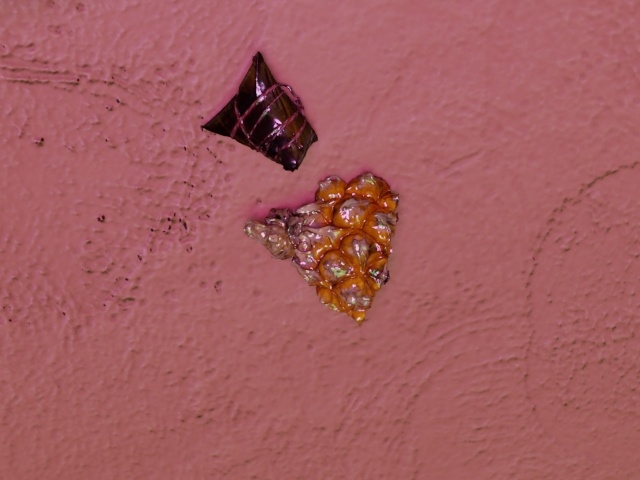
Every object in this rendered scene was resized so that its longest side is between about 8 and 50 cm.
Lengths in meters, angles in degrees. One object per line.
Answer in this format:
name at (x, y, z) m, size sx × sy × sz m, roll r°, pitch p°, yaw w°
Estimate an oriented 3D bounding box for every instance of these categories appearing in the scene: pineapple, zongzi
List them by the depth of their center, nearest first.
zongzi at (-0.039, -0.096, 0.981) m, size 0.083 × 0.067 × 0.073 m, roll 22°, pitch 120°, yaw 7°
pineapple at (0.000, 0.000, 1.028) m, size 0.114 × 0.077 × 0.114 m, roll 15°, pitch 79°, yaw 3°
